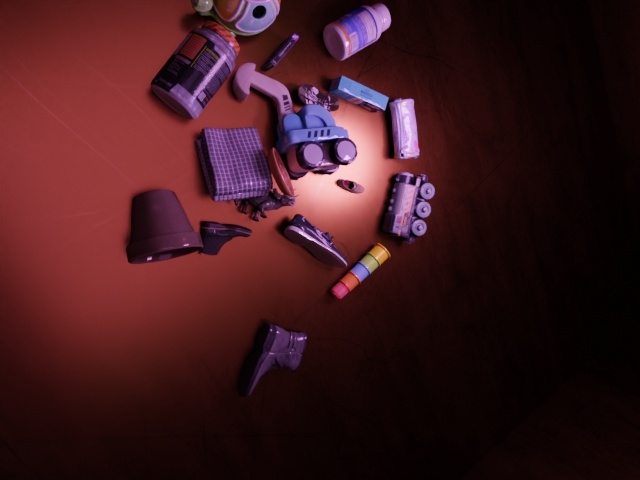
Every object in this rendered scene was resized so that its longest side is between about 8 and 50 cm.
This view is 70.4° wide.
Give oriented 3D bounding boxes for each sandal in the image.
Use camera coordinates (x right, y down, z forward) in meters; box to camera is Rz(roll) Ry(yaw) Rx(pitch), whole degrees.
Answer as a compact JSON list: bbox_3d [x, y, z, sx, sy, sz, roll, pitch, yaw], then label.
[{"bbox_3d":[-0.014,-0.599,1.916,0.219,0.060,0.090,1,103,-40],"label":"sandal"}]

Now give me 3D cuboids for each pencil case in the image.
[{"bbox_3d":[0.380,-0.508,2.079,0.124,0.113,0.273,-17,104,-45],"label":"pencil case"}]

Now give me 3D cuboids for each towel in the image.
[{"bbox_3d":[-0.324,-0.300,1.715,0.235,0.121,0.284,-12,75,-23],"label":"towel"}]

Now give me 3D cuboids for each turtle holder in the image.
[{"bbox_3d":[-0.296,-0.894,1.644,0.320,0.227,0.243,10,93,-26],"label":"turtle holder"}]

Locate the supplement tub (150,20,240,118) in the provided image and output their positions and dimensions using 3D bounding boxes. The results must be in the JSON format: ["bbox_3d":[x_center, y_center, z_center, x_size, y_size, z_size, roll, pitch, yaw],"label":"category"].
[{"bbox_3d":[-0.441,-0.613,1.632,0.193,0.193,0.316,38,81,-24],"label":"supplement tub"}]

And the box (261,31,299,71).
[{"bbox_3d":[-0.159,-0.742,1.792,0.029,0.116,0.162,43,79,-25],"label":"box"}]

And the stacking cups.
[{"bbox_3d":[0.184,0.151,2.083,0.316,0.096,0.096,-44,112,-14],"label":"stacking cups"}]

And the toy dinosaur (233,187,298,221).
[{"bbox_3d":[-0.262,-0.180,1.835,0.313,0.121,0.160,25,67,-13],"label":"toy dinosaur"}]

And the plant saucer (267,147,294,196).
[{"bbox_3d":[-0.157,-0.259,1.749,0.037,0.200,0.200,-22,108,6],"label":"plant saucer"}]

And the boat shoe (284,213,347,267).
[{"bbox_3d":[-0.003,0.001,1.966,0.340,0.127,0.113,32,60,-23],"label":"boat shoe"}]

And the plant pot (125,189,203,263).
[{"bbox_3d":[-0.574,-0.055,1.632,0.263,0.263,0.229,-11,85,-24],"label":"plant pot"}]

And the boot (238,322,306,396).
[{"bbox_3d":[-0.197,0.535,1.949,0.222,0.118,0.338,27,89,-31],"label":"boot"}]

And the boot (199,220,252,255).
[{"bbox_3d":[-0.381,0.002,1.816,0.197,0.077,0.137,9,98,-13],"label":"boot"}]

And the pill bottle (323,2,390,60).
[{"bbox_3d":[0.159,-0.885,1.904,0.272,0.152,0.152,-37,111,-17],"label":"pill bottle"}]

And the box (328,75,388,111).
[{"bbox_3d":[0.165,-0.632,1.969,0.244,0.100,0.060,16,91,-26],"label":"box"}]

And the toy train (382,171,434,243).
[{"bbox_3d":[0.410,-0.157,2.135,0.190,0.142,0.334,12,91,-17],"label":"toy train"}]

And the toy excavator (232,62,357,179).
[{"bbox_3d":[-0.108,-0.482,1.827,0.432,0.222,0.445,-11,87,-23],"label":"toy excavator"}]

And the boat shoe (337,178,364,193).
[{"bbox_3d":[0.143,-0.241,2.040,0.135,0.045,0.050,12,92,-26],"label":"boat shoe"}]
